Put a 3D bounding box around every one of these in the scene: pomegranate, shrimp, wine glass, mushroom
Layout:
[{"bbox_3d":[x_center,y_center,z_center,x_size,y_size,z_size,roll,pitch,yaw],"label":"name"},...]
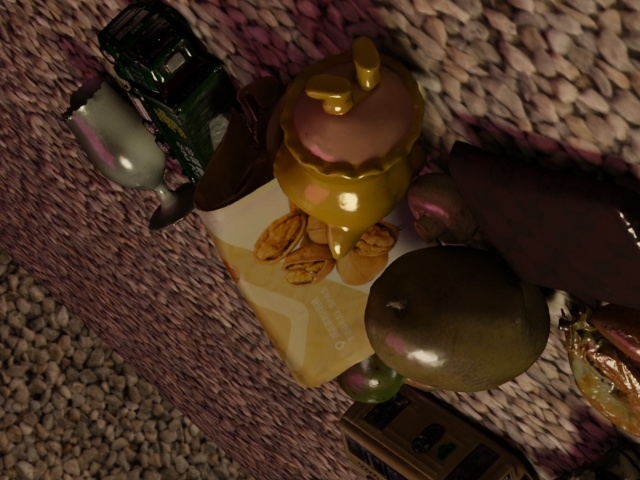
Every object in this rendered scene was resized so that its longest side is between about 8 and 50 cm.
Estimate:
[{"bbox_3d":[0.089,0.164,2.183,0.142,0.115,0.114,16,160,2],"label":"pomegranate"},{"bbox_3d":[0.302,0.135,1.717,0.115,0.051,0.217,19,151,40],"label":"shrimp"},{"bbox_3d":[-0.260,-0.119,2.275,0.222,0.103,0.103,51,161,-25],"label":"wine glass"},{"bbox_3d":[0.123,-0.030,1.684,0.083,0.067,0.083,41,164,14],"label":"mushroom"}]

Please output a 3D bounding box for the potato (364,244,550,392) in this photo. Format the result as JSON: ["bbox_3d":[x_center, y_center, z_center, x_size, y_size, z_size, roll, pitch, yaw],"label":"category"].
[{"bbox_3d":[0.131,0.080,1.698,0.251,0.174,0.159,15,-121,-60],"label":"potato"}]

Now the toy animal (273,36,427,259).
[{"bbox_3d":[0.033,-0.097,1.589,0.156,0.156,0.230,35,161,24],"label":"toy animal"}]

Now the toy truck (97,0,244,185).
[{"bbox_3d":[-0.164,-0.164,1.972,0.121,0.088,0.259,31,161,36],"label":"toy truck"}]

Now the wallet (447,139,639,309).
[{"bbox_3d":[0.233,-0.007,1.534,0.229,0.049,0.182,18,151,50],"label":"wallet"}]

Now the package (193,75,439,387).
[{"bbox_3d":[-0.009,-0.021,1.846,0.165,0.221,0.311,55,176,47],"label":"package"}]

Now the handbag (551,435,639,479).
[{"bbox_3d":[0.374,0.423,1.988,0.327,0.162,0.325,59,163,14],"label":"handbag"}]

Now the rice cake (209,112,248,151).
[{"bbox_3d":[-0.077,-0.039,1.929,0.080,0.042,0.222,-9,-95,-67],"label":"rice cake"}]

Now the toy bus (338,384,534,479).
[{"bbox_3d":[0.167,0.315,2.307,0.289,0.139,0.157,34,156,38],"label":"toy bus"}]

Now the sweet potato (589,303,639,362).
[{"bbox_3d":[0.353,0.123,1.582,0.214,0.050,0.050,35,162,4],"label":"sweet potato"}]
